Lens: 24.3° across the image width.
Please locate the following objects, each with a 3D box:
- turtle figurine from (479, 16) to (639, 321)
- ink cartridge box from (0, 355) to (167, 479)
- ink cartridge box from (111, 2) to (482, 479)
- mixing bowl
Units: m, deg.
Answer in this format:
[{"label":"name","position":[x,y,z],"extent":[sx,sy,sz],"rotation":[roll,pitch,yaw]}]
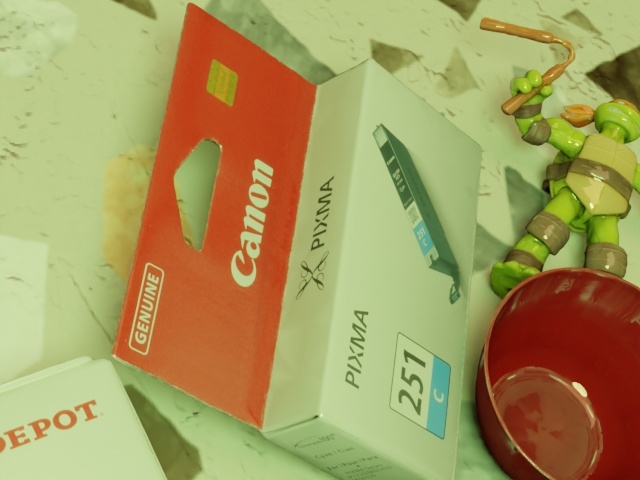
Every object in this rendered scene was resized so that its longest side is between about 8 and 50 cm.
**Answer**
[{"label":"turtle figurine","position":[0.206,-0.043,1.189],"extent":[0.269,0.087,0.217],"rotation":[32,63,-13]},{"label":"ink cartridge box","position":[-0.167,0.237,0.865],"extent":[0.207,0.117,0.283],"rotation":[-18,70,-29]},{"label":"ink cartridge box","position":[0.000,0.000,1.035],"extent":[0.261,0.066,0.296],"rotation":[33,51,-35]},{"label":"mixing bowl","position":[0.183,0.120,1.080],"extent":[0.181,0.098,0.181],"rotation":[9,60,-17]}]
